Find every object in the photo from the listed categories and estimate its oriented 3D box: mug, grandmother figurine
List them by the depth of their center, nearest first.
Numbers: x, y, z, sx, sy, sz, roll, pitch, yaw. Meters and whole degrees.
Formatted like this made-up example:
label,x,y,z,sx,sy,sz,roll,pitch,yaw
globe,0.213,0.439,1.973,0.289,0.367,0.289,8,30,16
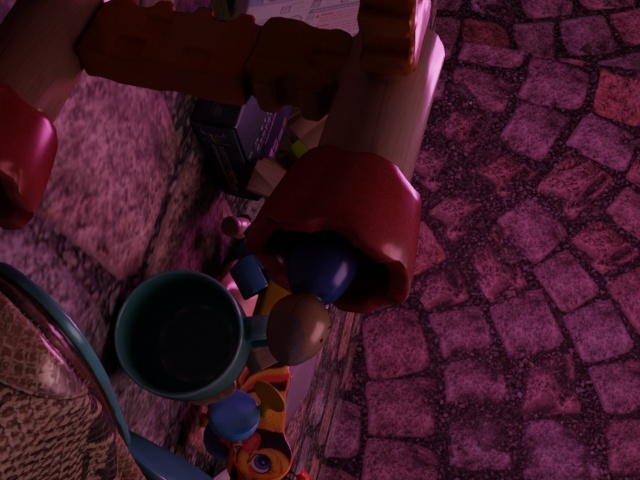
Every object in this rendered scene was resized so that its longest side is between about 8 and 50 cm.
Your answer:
label,x,y,z,sx,sy,sz,roll,pitch,yaw
mug,-0.126,0.109,0.811,0.129,0.157,0.097,-60,169,-12
grandmother figurine,-0.105,0.060,1.046,0.342,0.104,0.208,-63,158,-64

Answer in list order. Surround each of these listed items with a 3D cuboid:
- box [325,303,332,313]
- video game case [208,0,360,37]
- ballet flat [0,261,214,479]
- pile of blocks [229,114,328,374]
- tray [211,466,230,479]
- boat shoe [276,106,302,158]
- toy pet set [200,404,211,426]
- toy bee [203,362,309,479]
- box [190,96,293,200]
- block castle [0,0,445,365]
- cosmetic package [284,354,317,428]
label,x,y,z,sx,sy,sz,roll,pitch,yaw
box,0.000,0.000,1.577,0.242,0.076,0.308,20,82,-80
video game case,0.021,-0.300,0.819,0.269,0.061,0.244,-22,157,-36
ballet flat,-0.202,0.199,0.613,0.182,0.164,0.483,-50,153,-21
pile of blocks,-0.044,-0.006,0.963,0.112,0.148,0.362,-42,-156,62
tray,-0.195,0.432,1.158,0.270,0.030,0.145,14,89,-80
boat shoe,-0.028,-0.125,1.230,0.302,0.113,0.103,106,2,-53
toy pet set,-0.133,0.263,1.202,0.122,0.065,0.114,-58,157,-61
toy bee,-0.088,0.285,1.086,0.195,0.162,0.298,113,-4,-72
box,-0.081,-0.193,0.981,0.183,0.059,0.233,76,29,-65
block castle,-0.102,-0.141,0.265,0.453,0.302,0.213,82,24,-60
cosmetic package,-0.079,0.243,1.366,0.238,0.107,0.127,-50,153,-75
